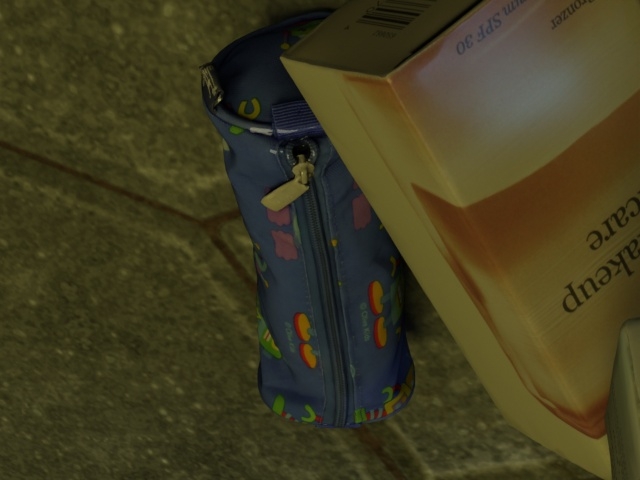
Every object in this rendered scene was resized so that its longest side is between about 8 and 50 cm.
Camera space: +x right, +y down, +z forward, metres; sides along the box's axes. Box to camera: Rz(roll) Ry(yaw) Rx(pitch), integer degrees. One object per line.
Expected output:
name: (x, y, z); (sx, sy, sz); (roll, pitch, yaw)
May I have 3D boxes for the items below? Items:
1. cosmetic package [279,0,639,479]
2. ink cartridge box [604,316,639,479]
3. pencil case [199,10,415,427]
cosmetic package: (0.129, -0.023, 0.708); (0.296, 0.153, 0.129); (55, 167, -27)
ink cartridge box: (0.305, 0.128, 0.647); (0.308, 0.091, 0.385); (-5, 158, 7)
pencil case: (0.000, 0.000, 0.835); (0.119, 0.133, 0.306); (-2, 132, 6)
